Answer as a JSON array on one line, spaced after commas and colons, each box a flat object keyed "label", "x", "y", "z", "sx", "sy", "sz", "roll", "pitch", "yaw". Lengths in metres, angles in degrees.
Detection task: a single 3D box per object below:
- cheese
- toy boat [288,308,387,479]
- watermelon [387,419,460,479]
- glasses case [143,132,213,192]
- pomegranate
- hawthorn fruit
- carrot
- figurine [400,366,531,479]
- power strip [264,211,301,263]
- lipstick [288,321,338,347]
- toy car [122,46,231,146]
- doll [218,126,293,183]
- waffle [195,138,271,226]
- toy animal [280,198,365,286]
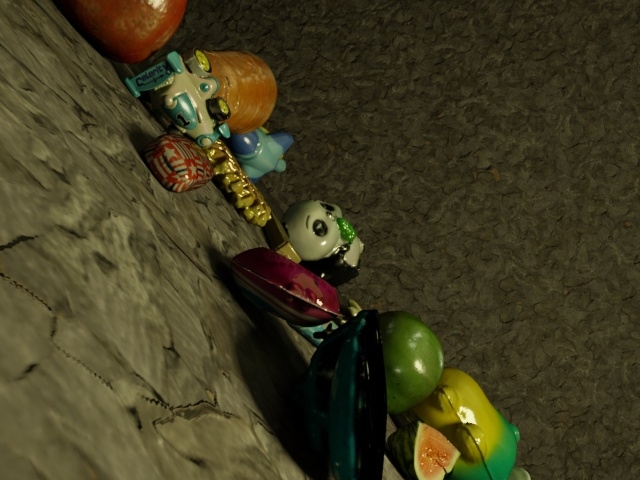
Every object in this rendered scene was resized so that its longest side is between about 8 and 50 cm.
[{"label": "cheese", "x": -0.051, "y": 0.051, "z": 0.620, "sx": 0.155, "sy": 0.062, "sz": 0.244, "roll": 29, "pitch": -4, "yaw": -18}, {"label": "toy boat", "x": 0.017, "y": 0.147, "z": 0.524, "sx": 0.299, "sy": 0.092, "sz": 0.134, "roll": 10, "pitch": 78, "yaw": -80}, {"label": "watermelon", "x": 0.158, "y": 0.347, "z": 0.804, "sx": 0.163, "sy": 0.087, "sz": 0.069, "roll": 44, "pitch": 27, "yaw": -37}, {"label": "glasses case", "x": -0.173, "y": -0.102, "z": 0.657, "sx": 0.073, "sy": 0.049, "sz": 0.194, "roll": 54, "pitch": 1, "yaw": -9}, {"label": "pomegranate", "x": 0.111, "y": 0.197, "z": 0.925, "sx": 0.225, "sy": 0.187, "sz": 0.187, "roll": 42, "pitch": 4, "yaw": -15}, {"label": "hawthorn fruit", "x": -0.269, "y": -0.356, "z": 0.734, "sx": 0.169, "sy": 0.188, "sz": 0.169, "roll": 53, "pitch": 8, "yaw": -11}, {"label": "carrot", "x": -0.211, "y": -0.314, "z": 1.038, "sx": 0.196, "sy": 0.196, "sz": 0.254, "roll": 55, "pitch": 13, "yaw": -2}, {"label": "figurine", "x": 0.324, "y": 0.440, "z": 1.166, "sx": 0.340, "sy": 0.231, "sz": 0.323, "roll": 60, "pitch": -1, "yaw": -11}, {"label": "power strip", "x": -0.097, "y": -0.003, "z": 1.234, "sx": 0.064, "sy": 0.044, "sz": 0.305, "roll": 55, "pitch": 1, "yaw": -23}, {"label": "lipstick", "x": -0.004, "y": 0.136, "z": 0.800, "sx": 0.048, "sy": 0.048, "sz": 0.158, "roll": 55, "pitch": 1, "yaw": 34}, {"label": "toy car", "x": -0.224, "y": -0.216, "z": 0.819, "sx": 0.161, "sy": 0.126, "sz": 0.098, "roll": 65, "pitch": 20, "yaw": -18}, {"label": "doll", "x": -0.215, "y": -0.299, "z": 1.393, "sx": 0.365, "sy": 0.187, "sz": 0.376, "roll": 44, "pitch": 33, "yaw": -21}, {"label": "waffle", "x": -0.189, "y": -0.137, "z": 1.078, "sx": 0.249, "sy": 0.056, "sz": 0.253, "roll": 55, "pitch": 2, "yaw": 23}, {"label": "toy animal", "x": 0.008, "y": -0.002, "z": 1.509, "sx": 0.266, "sy": 0.213, "sz": 0.212, "roll": 58, "pitch": -1, "yaw": -36}]
